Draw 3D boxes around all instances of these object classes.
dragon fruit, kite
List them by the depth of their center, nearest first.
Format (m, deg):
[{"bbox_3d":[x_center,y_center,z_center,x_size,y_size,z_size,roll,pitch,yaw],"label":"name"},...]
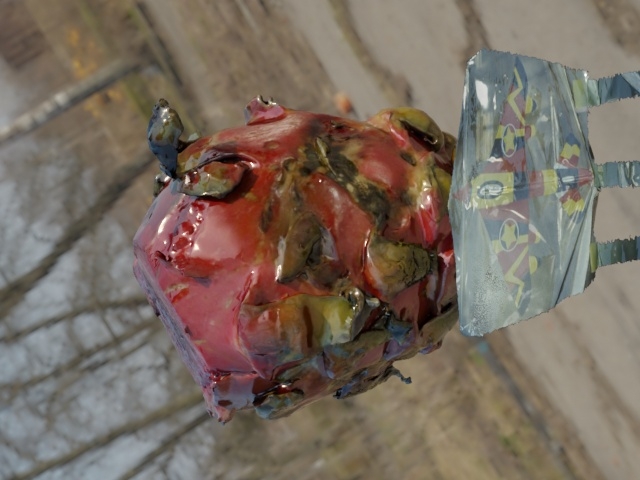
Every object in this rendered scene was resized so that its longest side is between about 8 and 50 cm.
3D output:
[{"bbox_3d":[0.111,-0.027,0.635,0.245,0.015,0.141,173,96,-69],"label":"kite"},{"bbox_3d":[0.000,0.000,1.214,0.269,0.291,0.250,60,171,9],"label":"dragon fruit"}]
